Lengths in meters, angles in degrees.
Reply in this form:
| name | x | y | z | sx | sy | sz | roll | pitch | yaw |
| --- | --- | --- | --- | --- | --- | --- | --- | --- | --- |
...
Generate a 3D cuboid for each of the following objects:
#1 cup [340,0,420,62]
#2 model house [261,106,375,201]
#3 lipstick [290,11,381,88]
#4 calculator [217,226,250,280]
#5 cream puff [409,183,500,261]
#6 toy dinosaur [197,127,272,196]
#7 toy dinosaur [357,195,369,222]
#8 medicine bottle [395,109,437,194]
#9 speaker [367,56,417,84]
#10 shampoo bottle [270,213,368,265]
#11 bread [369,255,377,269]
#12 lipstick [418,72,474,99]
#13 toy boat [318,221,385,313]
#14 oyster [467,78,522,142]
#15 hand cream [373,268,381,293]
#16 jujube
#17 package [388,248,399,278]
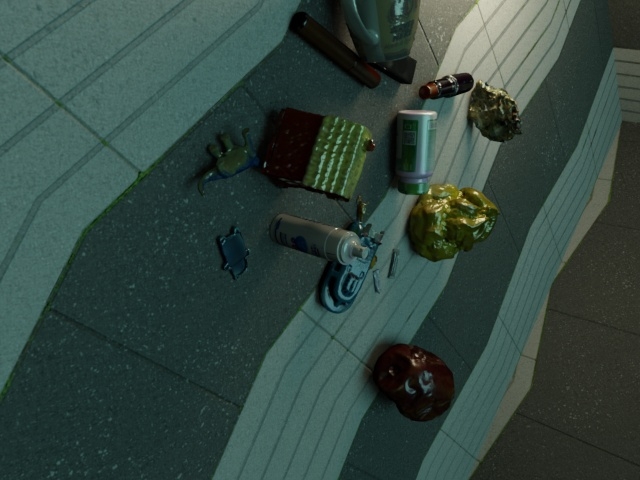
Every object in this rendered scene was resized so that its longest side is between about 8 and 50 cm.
| name | x | y | z | sx | sy | sz | roll | pitch | yaw |
| --- | --- | --- | --- | --- | --- | --- | --- | --- | --- |
| cup | 0.150 | -0.605 | 1.419 | 0.301 | 0.227 | 0.257 | -38 | 126 | -49 |
| model house | 0.005 | -0.212 | 1.365 | 0.160 | 0.254 | 0.196 | 23 | 83 | -61 |
| lipstick | 0.052 | -0.520 | 1.489 | 0.357 | 0.057 | 0.057 | 18 | 89 | -49 |
| calculator | -0.221 | 0.036 | 1.390 | 0.094 | 0.019 | 0.141 | -37 | 129 | -34 |
| cream puff | 0.504 | -0.060 | 1.999 | 0.324 | 0.257 | 0.291 | -8 | 104 | -47 |
| toy dinosaur | -0.202 | -0.166 | 1.316 | 0.247 | 0.075 | 0.188 | -60 | 148 | -24 |
| toy dinosaur | 0.140 | -0.091 | 1.746 | 0.041 | 0.026 | 0.113 | -20 | 108 | -36 |
| medicine bottle | 0.318 | -0.294 | 1.801 | 0.133 | 0.133 | 0.274 | -18 | 114 | -44 |
| speaker | 0.221 | -0.558 | 1.675 | 0.218 | 0.044 | 0.082 | 9 | 95 | -49 |
| shampoo bottle | 0.000 | 0.000 | 1.408 | 0.092 | 0.303 | 0.092 | -20 | 118 | -43 |
| bread | 0.146 | 0.054 | 1.782 | 0.106 | 0.053 | 0.072 | 49 | 62 | -39 |
| lipstick | 0.447 | -0.545 | 1.905 | 0.300 | 0.081 | 0.081 | -26 | 120 | -44 |
| toy boat | 0.101 | 0.089 | 1.676 | 0.134 | 0.092 | 0.299 | 28 | 80 | -25 |
| oyster | 0.674 | -0.504 | 2.084 | 0.092 | 0.198 | 0.259 | -20 | 95 | -40 |
| hand cream | 0.200 | 0.146 | 1.904 | 0.030 | 0.019 | 0.093 | -27 | 115 | -38 |
| jujube | 0.358 | 0.535 | 2.021 | 0.377 | 0.276 | 0.276 | 31 | 78 | -47 |
| package | 0.270 | 0.085 | 1.958 | 0.037 | 0.015 | 0.110 | 2 | 102 | -49 |
